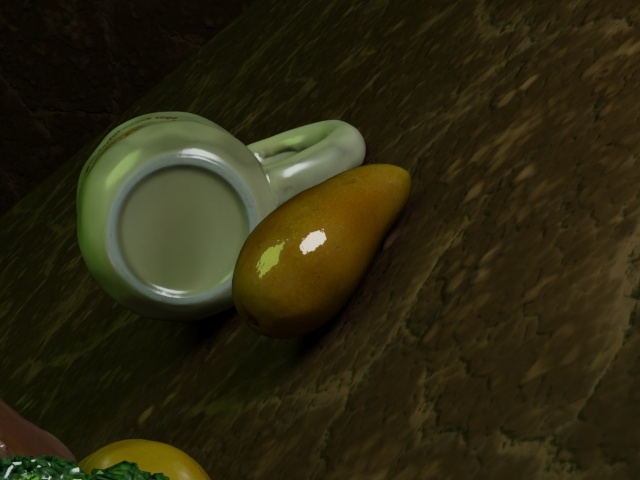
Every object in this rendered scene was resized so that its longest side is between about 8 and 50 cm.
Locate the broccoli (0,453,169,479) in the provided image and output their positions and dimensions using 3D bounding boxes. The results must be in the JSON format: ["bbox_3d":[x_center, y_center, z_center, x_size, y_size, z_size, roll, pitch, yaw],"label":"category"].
[{"bbox_3d":[-0.147,0.231,0.690,0.269,0.241,0.261,-13,-61,-68],"label":"broccoli"}]

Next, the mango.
[{"bbox_3d":[0.000,0.000,1.130,0.102,0.085,0.184,-27,18,48],"label":"mango"}]

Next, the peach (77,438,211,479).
[{"bbox_3d":[-0.132,0.200,0.921,0.179,0.103,0.179,-43,12,12],"label":"peach"}]

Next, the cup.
[{"bbox_3d":[-0.090,-0.024,1.367,0.202,0.255,0.173,-135,47,-76],"label":"cup"}]

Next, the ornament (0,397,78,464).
[{"bbox_3d":[-0.304,0.234,1.139,0.217,0.221,0.235,-48,-26,6],"label":"ornament"}]
